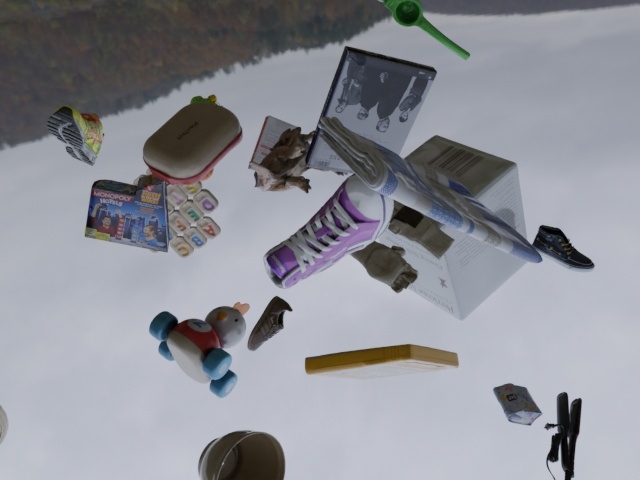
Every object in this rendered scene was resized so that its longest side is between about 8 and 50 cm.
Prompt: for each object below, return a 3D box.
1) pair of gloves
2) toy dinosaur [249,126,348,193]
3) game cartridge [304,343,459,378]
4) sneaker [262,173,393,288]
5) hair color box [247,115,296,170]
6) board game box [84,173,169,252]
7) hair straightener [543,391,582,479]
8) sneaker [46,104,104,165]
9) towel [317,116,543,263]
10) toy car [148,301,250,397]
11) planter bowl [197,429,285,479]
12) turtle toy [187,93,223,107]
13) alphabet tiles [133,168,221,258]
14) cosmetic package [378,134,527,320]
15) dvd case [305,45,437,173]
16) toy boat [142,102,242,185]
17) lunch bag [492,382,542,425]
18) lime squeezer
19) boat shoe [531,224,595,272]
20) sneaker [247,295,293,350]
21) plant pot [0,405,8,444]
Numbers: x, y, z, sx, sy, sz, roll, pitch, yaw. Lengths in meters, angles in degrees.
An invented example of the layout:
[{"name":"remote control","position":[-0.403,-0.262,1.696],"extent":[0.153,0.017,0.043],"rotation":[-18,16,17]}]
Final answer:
[{"name":"pair of gloves","position":[0.196,0.005,1.531],"extent":[0.240,0.042,0.204],"rotation":[-38,-110,-22]},{"name":"toy dinosaur","position":[-0.082,-0.159,1.302],"extent":[0.201,0.127,0.296],"rotation":[-8,-162,36]},{"name":"game cartridge","position":[0.169,0.327,1.604],"extent":[0.324,0.052,0.285],"rotation":[-14,158,37]},{"name":"sneaker","position":[0.000,0.001,0.972],"extent":[0.161,0.102,0.282],"rotation":[-29,167,-37]},{"name":"hair color box","position":[-0.144,-0.277,1.808],"extent":[0.093,0.167,0.053],"rotation":[20,179,-17]},{"name":"board game box","position":[-0.430,-0.080,1.402],"extent":[0.194,0.194,0.060],"rotation":[12,-147,-17]},{"name":"hair straightener","position":[0.546,0.455,1.395],"extent":[0.089,0.047,0.230],"rotation":[25,-119,-5]},{"name":"sneaker","position":[-0.513,-0.243,1.295],"extent":[0.082,0.094,0.208],"rotation":[26,162,-2]},{"name":"towel","position":[0.141,-0.067,0.789],"extent":[0.285,0.034,0.209],"rotation":[22,-161,-29]},{"name":"toy car","position":[-0.270,0.233,1.562],"extent":[0.219,0.210,0.238],"rotation":[29,-122,21]},{"name":"planter bowl","position":[-0.160,0.429,1.137],"extent":[0.109,0.162,0.162],"rotation":[1,-156,45]},{"name":"turtle toy","position":[-0.335,-0.374,1.746],"extent":[0.095,0.066,0.130],"rotation":[-28,-115,-16]},{"name":"alphabet tiles","position":[-0.442,-0.080,1.784],"extent":[0.284,0.278,0.021],"rotation":[-33,-160,21]},{"name":"cosmetic package","position":[0.393,-0.044,1.853],"extent":[0.327,0.393,0.329],"rotation":[-38,-140,-18]},{"name":"dvd case","position":[0.090,-0.229,1.131],"extent":[0.180,0.238,0.029],"rotation":[6,-141,-22]},{"name":"toy boat","position":[-0.271,-0.193,1.338],"extent":[0.151,0.151,0.231],"rotation":[28,-121,19]},{"name":"lunch bag","position":[0.395,0.330,1.227],"extent":[0.083,0.053,0.071],"rotation":[16,-149,-26]},{"name":"lime squeezer","position":[0.157,-0.450,1.147],"extent":[0.059,0.310,0.110],"rotation":[-43,166,26]},{"name":"boat shoe","position":[0.701,0.023,1.739],"extent":[0.183,0.083,0.065],"rotation":[26,-138,27]},{"name":"sneaker","position":[-0.150,0.257,1.780],"extent":[0.071,0.188,0.066],"rotation":[31,-167,16]},{"name":"plant pot","position":[-0.829,0.487,1.195],"extent":[0.334,0.333,0.305],"rotation":[-12,-139,-4]}]
